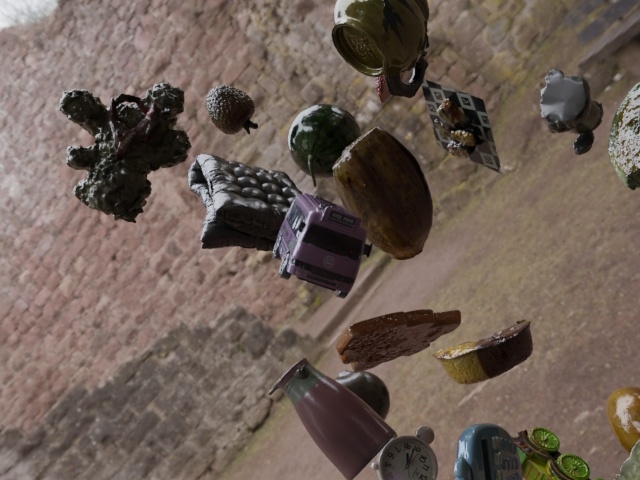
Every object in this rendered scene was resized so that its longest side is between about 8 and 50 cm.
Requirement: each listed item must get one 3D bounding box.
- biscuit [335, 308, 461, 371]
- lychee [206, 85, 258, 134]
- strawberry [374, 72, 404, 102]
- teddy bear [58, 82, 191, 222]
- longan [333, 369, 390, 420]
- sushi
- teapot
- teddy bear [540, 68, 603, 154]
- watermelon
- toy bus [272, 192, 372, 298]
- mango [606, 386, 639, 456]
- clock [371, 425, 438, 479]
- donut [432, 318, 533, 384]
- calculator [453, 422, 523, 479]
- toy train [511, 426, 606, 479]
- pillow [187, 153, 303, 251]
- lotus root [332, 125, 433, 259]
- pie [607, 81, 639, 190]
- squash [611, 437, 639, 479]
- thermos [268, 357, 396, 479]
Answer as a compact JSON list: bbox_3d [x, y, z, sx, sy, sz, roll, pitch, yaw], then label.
[{"bbox_3d":[0.140,0.197,1.379,0.284,0.043,0.306,-29,-27,23],"label":"biscuit"},{"bbox_3d":[-0.220,-0.322,1.658,0.114,0.146,0.114,-45,7,7],"label":"lychee"},{"bbox_3d":[0.213,-0.512,2.040,0.146,0.082,0.187,-25,-31,-40],"label":"strawberry"},{"bbox_3d":[-0.541,-0.236,1.843,0.224,0.357,0.368,89,179,-69],"label":"teddy bear"},{"bbox_3d":[0.096,0.437,1.795,0.189,0.189,0.189,-48,1,2],"label":"longan"},{"bbox_3d":[0.286,-0.233,1.420,0.040,0.192,0.210,-43,-44,-14],"label":"sushi"},{"bbox_3d":[0.127,-0.380,1.164,0.173,0.269,0.182,21,66,49],"label":"teapot"},{"bbox_3d":[0.675,-0.328,1.796,0.144,0.251,0.171,-4,68,34],"label":"teddy bear"},{"bbox_3d":[0.006,-0.239,1.632,0.188,0.188,0.215,-46,2,41],"label":"watermelon"},{"bbox_3d":[0.000,0.000,0.891,0.199,0.096,0.108,-126,57,-76],"label":"toy bus"},{"bbox_3d":[0.735,0.419,1.523,0.139,0.175,0.254,-25,-1,7],"label":"mango"},{"bbox_3d":[0.215,0.573,1.686,0.229,0.155,0.063,-56,-7,-20],"label":"clock"},{"bbox_3d":[0.467,0.324,1.844,0.295,0.112,0.151,-24,1,12],"label":"donut"},{"bbox_3d":[0.310,0.434,1.224,0.042,0.188,0.302,-14,-20,35],"label":"calculator"},{"bbox_3d":[0.581,0.582,1.621,0.160,0.296,0.100,-9,-57,-34],"label":"toy train"},{"bbox_3d":[-0.136,-0.074,1.310,0.101,0.228,0.326,-68,26,22],"label":"pillow"},{"bbox_3d":[0.138,-0.096,1.447,0.193,0.291,0.193,-29,14,8],"label":"lotus root"},{"bbox_3d":[0.801,-0.257,1.574,0.302,0.067,0.303,-176,90,-72],"label":"pie"},{"bbox_3d":[0.461,0.331,0.773,0.155,0.204,0.237,3,-62,-39],"label":"squash"},{"bbox_3d":[0.018,0.384,1.463,0.146,0.265,0.176,-37,-19,-32],"label":"thermos"}]
